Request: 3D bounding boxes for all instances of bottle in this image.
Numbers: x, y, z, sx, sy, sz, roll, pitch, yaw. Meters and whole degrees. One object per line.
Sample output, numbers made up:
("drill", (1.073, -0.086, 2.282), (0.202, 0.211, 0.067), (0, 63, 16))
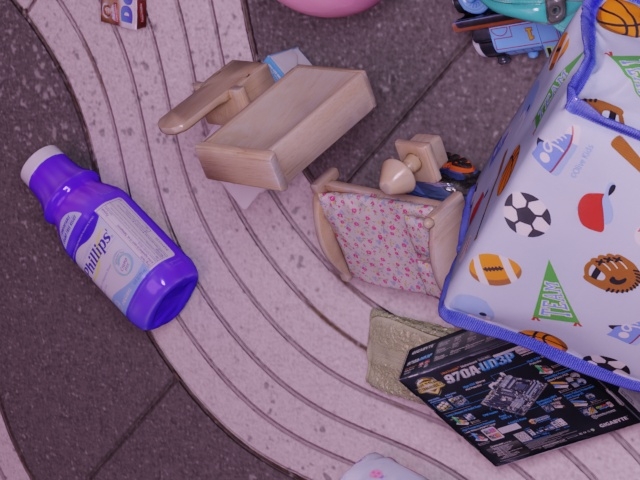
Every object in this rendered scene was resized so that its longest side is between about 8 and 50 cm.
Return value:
("bottle", (-0.286, -0.011, 2.266), (0.283, 0.092, 0.118), (45, 130, 17))

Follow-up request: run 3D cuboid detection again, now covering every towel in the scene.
("towel", (0.116, 0.146, 2.038), (0.148, 0.027, 0.110), (14, 116, 35))

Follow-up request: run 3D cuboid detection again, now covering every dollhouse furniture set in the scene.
("dollhouse furniture set", (0.000, 0.000, 1.910), (0.303, 0.174, 0.355), (12, 133, 43))

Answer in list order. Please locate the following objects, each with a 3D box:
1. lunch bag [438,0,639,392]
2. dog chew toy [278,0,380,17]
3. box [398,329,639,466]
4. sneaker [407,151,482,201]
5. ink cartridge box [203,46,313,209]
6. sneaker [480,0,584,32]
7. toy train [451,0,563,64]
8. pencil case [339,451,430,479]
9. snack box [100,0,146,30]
("lunch bag", (0.355, -0.021, 1.601), (0.385, 0.239, 0.328), (22, 139, -3))
("dog chew toy", (0.070, -0.369, 1.779), (0.332, 0.206, 0.206), (-24, 90, 33))
("box", (0.223, 0.160, 1.885), (0.175, 0.051, 0.220), (42, 137, -22))
("sneaker", (0.187, -0.033, 1.891), (0.221, 0.083, 0.087), (22, 132, 38))
("ink cartridge box", (-0.060, -0.133, 2.055), (0.104, 0.061, 0.181), (52, 130, 11))
("sneaker", (0.243, -0.289, 1.604), (0.295, 0.124, 0.178), (-6, 121, 37))
("toy train", (0.221, -0.240, 1.776), (0.184, 0.080, 0.105), (-5, 109, 40))
("pencil case", (0.138, 0.360, 2.043), (0.273, 0.113, 0.124), (24, 129, 31))
("snack box", (-0.248, -0.359, 2.153), (0.064, 0.022, 0.178), (18, 116, 32))
